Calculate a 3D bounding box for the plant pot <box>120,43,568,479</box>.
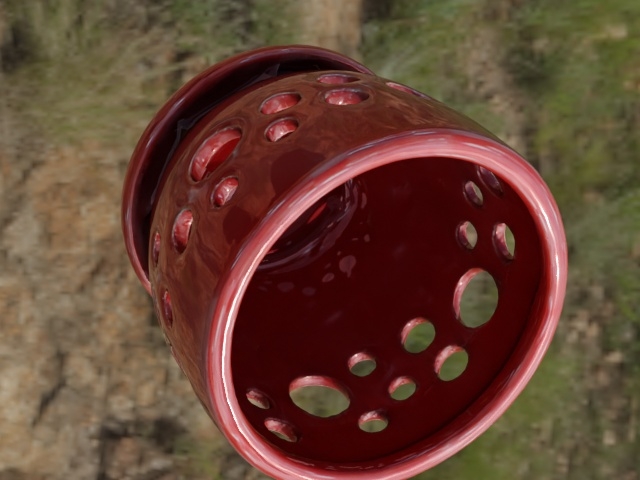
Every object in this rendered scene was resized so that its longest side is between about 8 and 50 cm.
[{"bbox_3d":[0.000,0.000,0.766,0.191,0.174,0.191,-14,124,-22],"label":"plant pot"}]
